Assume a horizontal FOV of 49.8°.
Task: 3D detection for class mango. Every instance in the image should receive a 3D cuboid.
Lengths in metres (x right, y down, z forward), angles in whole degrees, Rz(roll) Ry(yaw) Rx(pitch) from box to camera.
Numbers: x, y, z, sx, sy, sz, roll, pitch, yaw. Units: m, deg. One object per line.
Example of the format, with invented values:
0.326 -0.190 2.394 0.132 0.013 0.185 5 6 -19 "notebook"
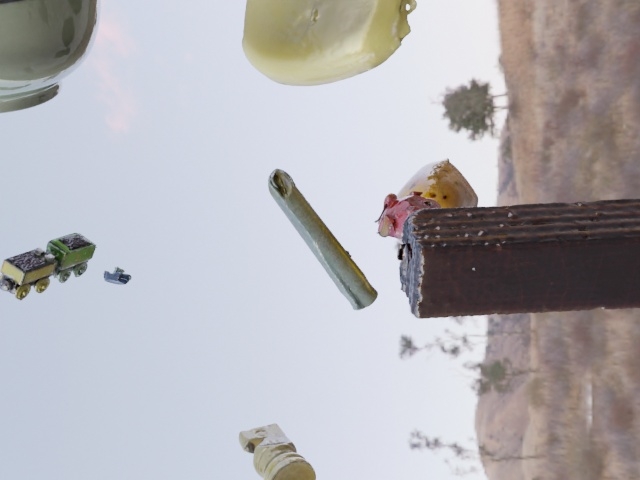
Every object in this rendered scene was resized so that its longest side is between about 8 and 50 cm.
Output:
0.228 -0.066 1.423 0.160 0.191 0.290 49 -169 7 "mango"

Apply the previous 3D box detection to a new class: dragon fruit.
0.139 -0.036 1.007 0.126 0.112 0.068 -101 15 -78 "dragon fruit"

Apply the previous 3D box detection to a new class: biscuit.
0.278 0.018 0.741 0.073 0.389 0.107 -93 0 -52 "biscuit"

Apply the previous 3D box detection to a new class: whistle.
0.001 -0.001 1.341 0.326 0.057 0.068 53 -165 -17 "whistle"

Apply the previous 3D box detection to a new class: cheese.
0.010 -0.372 1.115 0.128 0.316 0.259 -22 -55 -53 "cheese"

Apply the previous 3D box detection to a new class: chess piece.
-0.084 0.399 1.272 0.090 0.200 0.090 -5 -76 -22 "chess piece"

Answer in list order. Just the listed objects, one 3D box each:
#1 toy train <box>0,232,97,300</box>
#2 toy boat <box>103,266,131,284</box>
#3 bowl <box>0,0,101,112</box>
-0.482 0.042 1.225 0.081 0.060 0.202 -64 -13 21 "toy train"
-0.411 0.069 1.392 0.038 0.083 0.038 -3 -86 -48 "toy boat"
-0.506 -0.313 1.063 0.354 0.354 0.185 -55 -29 -52 "bowl"
